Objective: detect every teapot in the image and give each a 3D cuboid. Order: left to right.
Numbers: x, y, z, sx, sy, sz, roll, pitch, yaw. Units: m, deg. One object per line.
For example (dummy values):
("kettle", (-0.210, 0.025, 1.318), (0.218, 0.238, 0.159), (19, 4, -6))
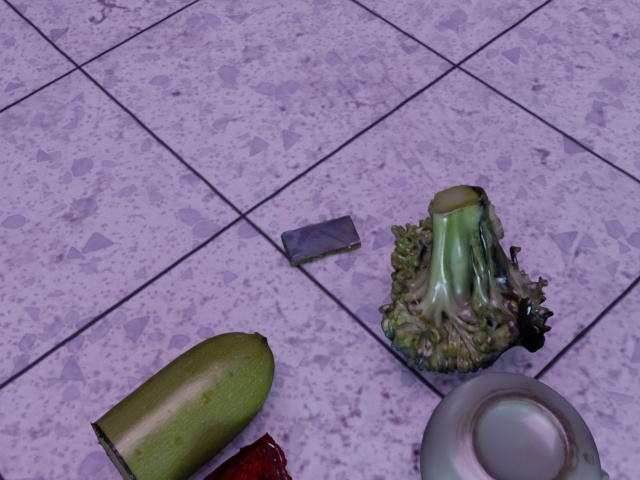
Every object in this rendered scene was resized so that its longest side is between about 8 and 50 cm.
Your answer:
("teapot", (0.193, 0.307, 0.924), (0.220, 0.149, 0.318), (30, 60, 15))

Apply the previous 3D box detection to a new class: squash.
("squash", (-0.157, 0.210, 1.032), (0.247, 0.132, 0.132), (-36, 59, -22))

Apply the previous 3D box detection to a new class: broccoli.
("broccoli", (0.197, 0.034, 1.067), (0.247, 0.243, 0.263), (24, 52, 35))

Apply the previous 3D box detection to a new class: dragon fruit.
("dragon fruit", (-0.097, 0.330, 0.979), (0.127, 0.120, 0.161), (-28, 13, 32))

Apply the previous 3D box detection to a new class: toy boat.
("toy boat", (0.000, 0.000, 1.247), (0.115, 0.016, 0.063), (-15, 53, -8))
